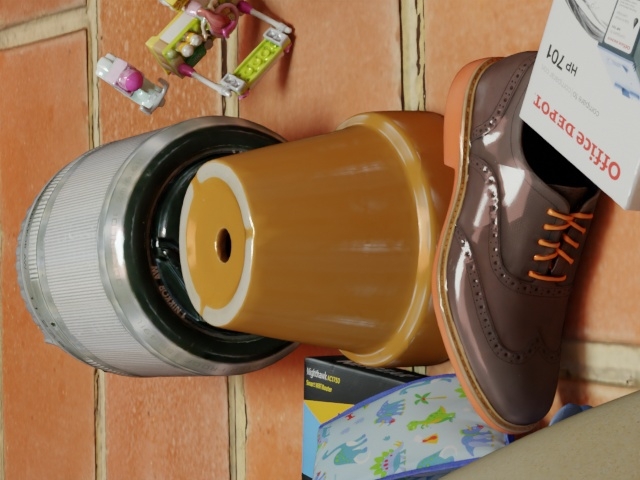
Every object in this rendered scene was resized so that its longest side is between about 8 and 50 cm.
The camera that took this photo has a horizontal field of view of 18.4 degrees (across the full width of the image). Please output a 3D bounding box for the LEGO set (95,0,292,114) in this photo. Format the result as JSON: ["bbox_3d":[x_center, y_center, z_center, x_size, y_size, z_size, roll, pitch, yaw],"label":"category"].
[{"bbox_3d":[-0.075,-0.233,1.755,0.107,0.132,0.287,32,96,38],"label":"LEGO set"}]

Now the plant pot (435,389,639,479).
[{"bbox_3d":[0.176,0.204,1.157,0.274,0.256,0.256,-40,48,10],"label":"plant pot"}]

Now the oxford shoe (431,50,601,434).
[{"bbox_3d":[0.142,0.000,1.380,0.098,0.097,0.271,-9,83,55],"label":"oxford shoe"}]

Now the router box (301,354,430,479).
[{"bbox_3d":[0.045,0.170,1.608,0.179,0.046,0.133,7,97,61],"label":"router box"}]

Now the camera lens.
[{"bbox_3d":[-0.129,0.011,1.738,0.274,0.219,0.219,-8,84,61],"label":"camera lens"}]

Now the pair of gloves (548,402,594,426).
[{"bbox_3d":[0.129,0.196,1.364,0.023,0.159,0.198,32,129,17],"label":"pair of gloves"}]

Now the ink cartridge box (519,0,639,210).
[{"bbox_3d":[0.215,-0.132,1.254,0.139,0.082,0.190,48,130,49],"label":"ink cartridge box"}]

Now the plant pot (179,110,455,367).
[{"bbox_3d":[0.000,0.000,1.535,0.205,0.188,0.205,4,95,61],"label":"plant pot"}]

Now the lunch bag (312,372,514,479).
[{"bbox_3d":[0.075,0.165,1.442,0.151,0.096,0.129,-31,22,17],"label":"lunch bag"}]
